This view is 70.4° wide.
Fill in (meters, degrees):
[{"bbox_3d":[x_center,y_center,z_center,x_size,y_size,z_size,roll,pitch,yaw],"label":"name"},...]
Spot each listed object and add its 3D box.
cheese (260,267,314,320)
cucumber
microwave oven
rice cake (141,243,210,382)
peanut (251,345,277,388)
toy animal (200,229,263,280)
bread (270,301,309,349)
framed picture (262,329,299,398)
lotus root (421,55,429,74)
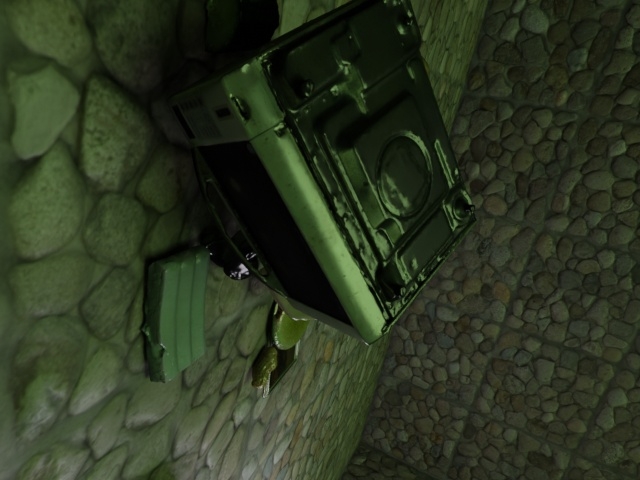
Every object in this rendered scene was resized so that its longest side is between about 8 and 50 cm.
[{"bbox_3d":[0.013,0.025,1.000,0.318,0.115,0.326,-41,119,-2],"label":"cheese"},{"bbox_3d":[-0.112,-0.331,0.658,0.115,0.062,0.116,-45,150,-57],"label":"cucumber"},{"bbox_3d":[0.027,-0.104,0.666,0.333,0.247,0.394,-42,118,-28],"label":"microwave oven"},{"bbox_3d":[-0.239,0.124,0.761,0.127,0.043,0.237,-35,139,-59],"label":"rice cake"},{"bbox_3d":[-0.145,0.330,1.179,0.054,0.054,0.113,73,37,-58],"label":"peanut"},{"bbox_3d":[-0.097,-0.008,0.834,0.225,0.094,0.121,-36,154,-13],"label":"toy animal"},{"bbox_3d":[-0.068,0.193,1.253,0.228,0.034,0.228,-40,135,-55],"label":"bread"},{"bbox_3d":[-0.104,0.313,1.326,0.197,0.014,0.252,-42,145,-54],"label":"framed picture"},{"bbox_3d":[0.202,-0.445,1.243,0.343,0.152,0.169,-25,116,-57],"label":"lotus root"}]
